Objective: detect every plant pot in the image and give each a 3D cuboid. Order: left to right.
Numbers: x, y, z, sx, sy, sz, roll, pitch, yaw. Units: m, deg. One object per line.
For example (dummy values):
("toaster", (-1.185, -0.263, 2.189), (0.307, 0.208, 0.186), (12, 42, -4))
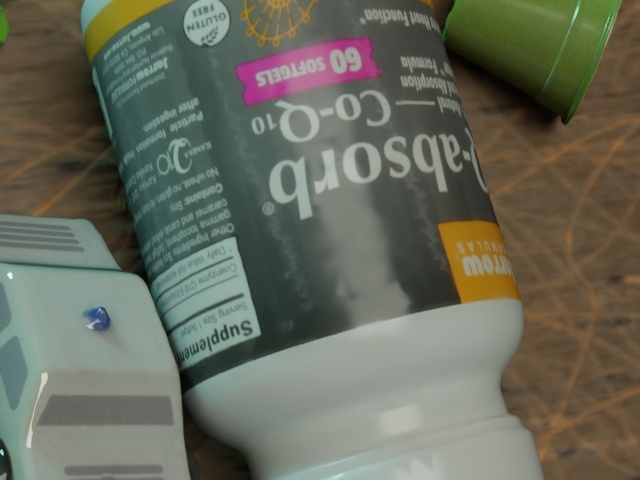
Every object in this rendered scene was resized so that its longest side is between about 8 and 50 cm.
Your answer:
("plant pot", (0.106, -0.112, 0.942), (0.079, 0.083, 0.083), (20, 68, -1))

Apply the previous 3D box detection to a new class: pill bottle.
("pill bottle", (0.000, 0.000, 0.817), (0.162, 0.162, 0.278), (-12, 79, -23))

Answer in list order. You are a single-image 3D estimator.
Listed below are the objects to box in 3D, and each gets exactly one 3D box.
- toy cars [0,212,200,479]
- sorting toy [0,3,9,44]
("toy cars", (-0.132, 0.106, 0.685), (0.176, 0.087, 0.393), (34, 37, -7))
("sorting toy", (-0.173, -0.133, 0.867), (0.062, 0.012, 0.083), (-6, 92, -4))
